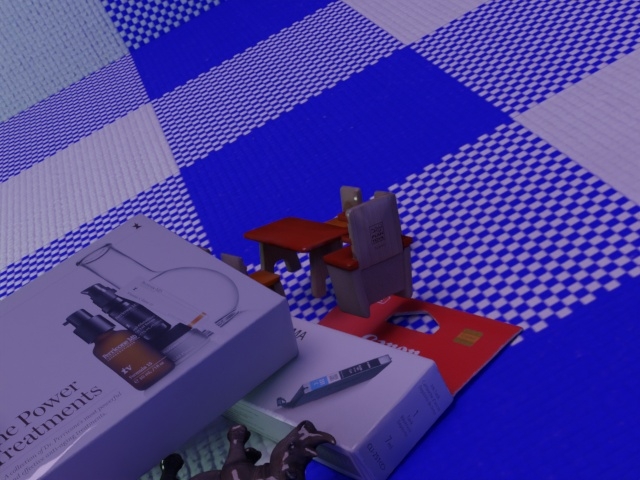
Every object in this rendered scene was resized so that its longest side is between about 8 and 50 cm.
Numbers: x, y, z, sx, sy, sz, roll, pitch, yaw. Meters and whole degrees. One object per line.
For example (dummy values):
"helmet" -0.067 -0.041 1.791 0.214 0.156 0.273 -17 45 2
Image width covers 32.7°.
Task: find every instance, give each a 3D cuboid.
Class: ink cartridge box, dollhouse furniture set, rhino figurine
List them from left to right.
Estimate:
"rhino figurine" -0.083 0.255 1.138 0.243 0.073 0.106 -27 38 21
"dollhouse furniture set" 0.000 0.000 1.378 0.262 0.135 0.259 -23 20 -32
"ink cartridge box" 0.041 0.135 1.268 0.261 0.066 0.296 -43 31 -25

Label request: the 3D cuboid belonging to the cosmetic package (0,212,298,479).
"cosmetic package" -0.258 0.141 1.234 0.377 0.097 0.284 -36 42 -29
